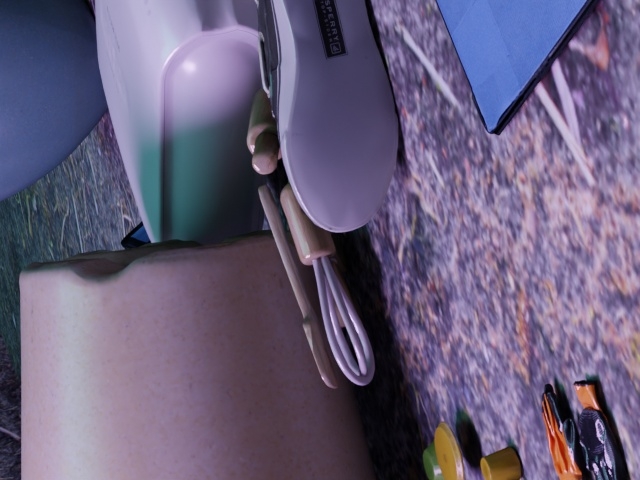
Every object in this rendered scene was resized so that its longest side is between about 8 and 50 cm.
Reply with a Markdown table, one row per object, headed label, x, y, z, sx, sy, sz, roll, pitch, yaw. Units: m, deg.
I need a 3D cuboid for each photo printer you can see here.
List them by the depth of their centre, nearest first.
| label | x | y | z | sx | sy | sz | roll | pitch | yaw |
| --- | --- | --- | --- | --- | --- | --- | --- | --- | --- |
| photo printer | -0.111 | -0.164 | 1.473 | 0.307 | 0.107 | 0.256 | 98 | 158 | -56 |

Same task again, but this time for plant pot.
| label | x | y | z | sx | sy | sz | roll | pitch | yaw |
| --- | --- | --- | --- | --- | --- | --- | --- | --- | --- |
| plant pot | -0.093 | 0.153 | 1.394 | 0.334 | 0.334 | 0.305 | -177 | 80 | -74 |
| plant pot | -0.354 | -0.194 | 2.150 | 0.290 | 0.195 | 0.290 | 165 | 90 | -74 |

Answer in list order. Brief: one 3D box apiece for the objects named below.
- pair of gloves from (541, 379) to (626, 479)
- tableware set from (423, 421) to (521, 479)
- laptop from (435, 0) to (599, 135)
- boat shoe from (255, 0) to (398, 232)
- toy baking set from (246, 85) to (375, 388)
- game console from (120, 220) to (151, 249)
| label | x | y | z | sx | sy | sz | roll | pitch | yaw |
| --- | --- | --- | --- | --- | --- | --- | --- | --- | --- |
| pair of gloves | 0.147 | 0.115 | 1.046 | 0.083 | 0.010 | 0.074 | 154 | 101 | -72 |
| tableware set | 0.103 | 0.166 | 1.233 | 0.154 | 0.024 | 0.104 | 127 | 129 | -72 |
| laptop | -0.033 | -0.280 | 0.896 | 0.382 | 0.408 | 0.236 | 119 | 167 | -68 |
| boat shoe | 0.000 | -0.115 | 1.230 | 0.070 | 0.078 | 0.219 | -177 | 81 | -73 |
| toy baking set | -0.003 | -0.006 | 1.298 | 0.256 | 0.030 | 0.196 | -83 | -30 | -71 |
| game console | -0.158 | -0.055 | 1.819 | 0.085 | 0.124 | 0.144 | 50 | 170 | -14 |
